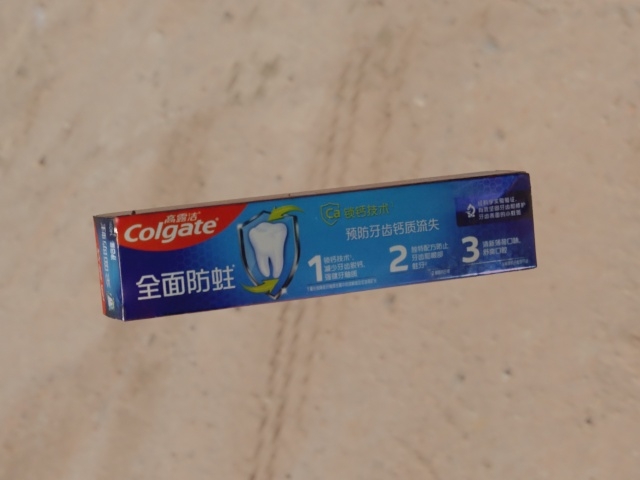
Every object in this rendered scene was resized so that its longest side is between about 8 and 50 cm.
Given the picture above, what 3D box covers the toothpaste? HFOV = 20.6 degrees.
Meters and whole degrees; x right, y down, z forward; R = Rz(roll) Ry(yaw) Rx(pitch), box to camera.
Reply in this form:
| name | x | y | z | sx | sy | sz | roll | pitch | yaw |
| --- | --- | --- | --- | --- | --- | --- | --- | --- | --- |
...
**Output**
| name | x | y | z | sx | sy | sz | roll | pitch | yaw |
| --- | --- | --- | --- | --- | --- | --- | --- | --- | --- |
| toothpaste | 0.000 | 0.001 | 1.268 | 0.066 | 0.320 | 0.076 | -172 | 76 | -70 |
